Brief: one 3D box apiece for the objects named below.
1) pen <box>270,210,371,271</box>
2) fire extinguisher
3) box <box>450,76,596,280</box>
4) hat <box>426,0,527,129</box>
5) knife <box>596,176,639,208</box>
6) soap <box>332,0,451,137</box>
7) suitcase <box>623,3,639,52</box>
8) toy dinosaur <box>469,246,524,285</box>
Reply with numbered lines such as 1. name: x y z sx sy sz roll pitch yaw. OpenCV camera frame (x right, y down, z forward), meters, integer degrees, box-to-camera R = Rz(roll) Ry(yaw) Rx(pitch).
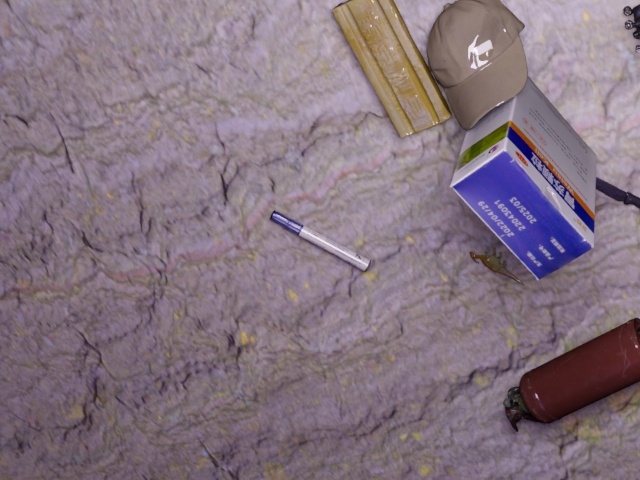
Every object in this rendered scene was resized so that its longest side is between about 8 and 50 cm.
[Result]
1. pen: 0.000 0.000 1.785 0.204 0.025 0.025 28 124 -2
2. fire extinguisher: 0.472 0.269 1.786 0.337 0.106 0.147 -34 132 31
3. box: 0.317 -0.109 1.467 0.106 0.299 0.200 -36 106 31
4. hat: 0.227 -0.275 1.471 0.166 0.173 0.144 -35 111 27
5. knife: 0.493 -0.080 1.613 0.170 0.010 0.023 28 118 -1
6. soap: 0.120 -0.287 1.570 0.092 0.037 0.252 -20 114 26
7. suitcase: 0.513 -0.327 1.410 0.126 0.086 0.059 -20 115 25
8. toy dinosaur: 0.318 0.042 1.723 0.113 0.026 0.041 26 131 9
